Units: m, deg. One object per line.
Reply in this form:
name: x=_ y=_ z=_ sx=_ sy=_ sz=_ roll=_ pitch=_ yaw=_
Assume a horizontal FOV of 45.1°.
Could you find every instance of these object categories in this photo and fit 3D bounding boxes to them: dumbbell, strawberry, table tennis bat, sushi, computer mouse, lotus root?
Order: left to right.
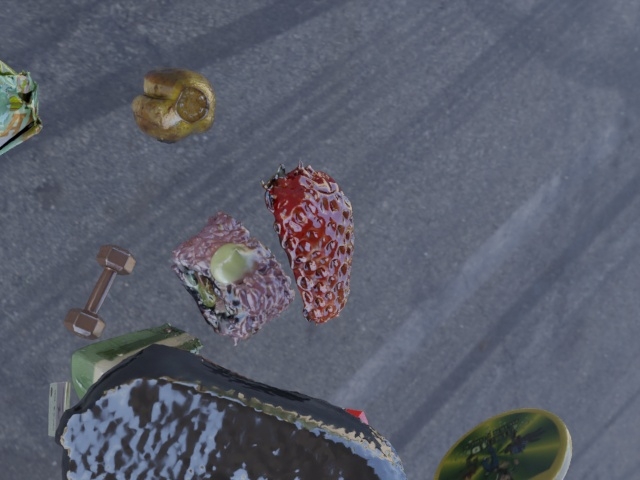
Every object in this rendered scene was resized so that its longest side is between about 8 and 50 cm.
dumbbell: x=-0.527 y=0.123 z=1.845 sx=0.082 sy=0.092 sz=0.231 roll=39 pitch=65 yaw=-41
lotus root: x=-0.359 y=-0.325 z=1.863 sx=0.193 sy=0.291 sz=0.193 roll=-10 pitch=108 yaw=-32
sushi: x=-0.196 y=0.079 z=1.670 sx=0.171 sy=0.270 sz=0.236 roll=-37 pitch=170 yaw=-27
computer mouse: x=-0.076 y=0.213 z=0.696 sx=0.116 sy=0.323 sz=0.183 roll=89 pitch=22 yaw=-78
strawberry: x=-0.004 y=-0.011 z=1.416 sx=0.150 sy=0.280 sz=0.253 roll=-20 pitch=158 yaw=0
table tennis bat: x=0.227 y=0.313 z=0.945 sx=0.198 sy=0.321 sz=0.050 roll=-32 pitch=103 yaw=17

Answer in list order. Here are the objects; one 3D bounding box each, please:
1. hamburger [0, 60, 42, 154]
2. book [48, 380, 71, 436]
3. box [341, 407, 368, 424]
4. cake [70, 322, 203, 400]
hamburger: x=-0.607 y=-0.239 z=1.366 sx=0.214 sy=0.125 sz=0.235 roll=-44 pitch=160 yaw=-7
book: x=-0.610 y=0.393 z=1.795 sx=0.014 sy=0.181 sz=0.127 roll=6 pitch=77 yaw=-29
box: x=0.011 y=0.395 z=1.613 sx=0.100 sy=0.152 sz=0.048 roll=-44 pitch=118 yaw=-41
cake: x=-0.411 y=0.260 z=1.728 sx=0.283 sy=0.158 sz=0.172 roll=-44 pitch=146 yaw=-28
